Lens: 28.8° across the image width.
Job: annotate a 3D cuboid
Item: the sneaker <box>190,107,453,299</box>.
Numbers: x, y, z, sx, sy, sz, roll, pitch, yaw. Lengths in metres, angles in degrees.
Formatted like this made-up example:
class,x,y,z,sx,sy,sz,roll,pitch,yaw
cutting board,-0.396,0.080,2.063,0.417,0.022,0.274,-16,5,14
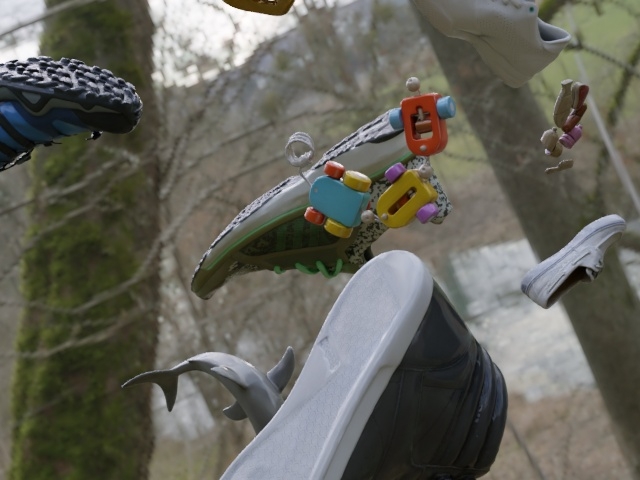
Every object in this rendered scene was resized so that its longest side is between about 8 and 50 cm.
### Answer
class,x,y,z,sx,sy,sz,roll,pitch,yaw
sneaker,0.000,0.000,1.658,0.410,0.182,0.158,-32,7,27

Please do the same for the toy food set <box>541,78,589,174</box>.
class,x,y,z,sx,sy,sz,roll,pitch,yaw
toy food set,0.299,-0.144,1.526,0.078,0.122,0.019,-16,36,-42

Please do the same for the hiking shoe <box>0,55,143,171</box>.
class,x,y,z,sx,sy,sz,roll,pitch,yaw
hiking shoe,-0.343,-0.132,1.394,0.304,0.132,0.113,5,24,9

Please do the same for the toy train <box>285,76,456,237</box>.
class,x,y,z,sx,sy,sz,roll,pitch,yaw
toy train,0.055,-0.069,1.110,0.166,0.125,0.046,-14,-4,30

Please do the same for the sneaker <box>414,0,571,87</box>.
class,x,y,z,sx,sy,sz,roll,pitch,yaw
sneaker,0.176,-0.246,1.297,0.094,0.080,0.212,-33,-45,32

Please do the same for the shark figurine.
class,x,y,z,sx,sy,sz,roll,pitch,yaw
shark figurine,-0.154,0.207,1.867,0.278,0.166,0.116,19,-4,31

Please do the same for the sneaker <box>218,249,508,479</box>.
class,x,y,z,sx,sy,sz,roll,pitch,yaw
sneaker,0.027,0.166,0.830,0.105,0.147,0.295,15,70,56

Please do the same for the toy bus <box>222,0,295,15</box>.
class,x,y,z,sx,sy,sz,roll,pitch,yaw
toy bus,-0.033,-0.315,1.236,0.191,0.104,0.202,-21,-31,8

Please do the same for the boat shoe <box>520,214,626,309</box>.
class,x,y,z,sx,sy,sz,roll,pitch,yaw
boat shoe,0.206,0.019,0.981,0.100,0.035,0.035,-34,-38,-10
